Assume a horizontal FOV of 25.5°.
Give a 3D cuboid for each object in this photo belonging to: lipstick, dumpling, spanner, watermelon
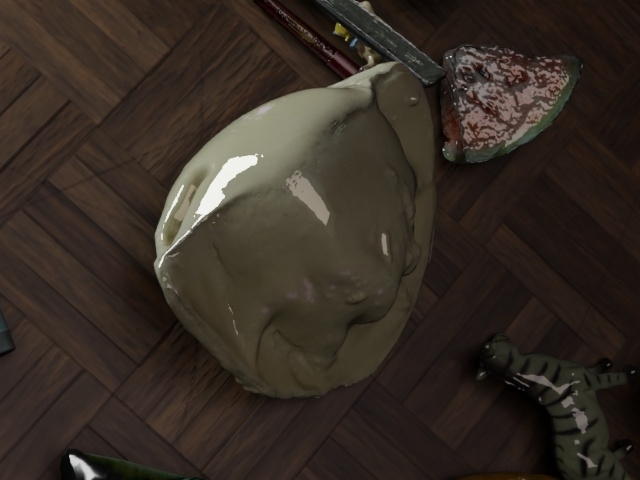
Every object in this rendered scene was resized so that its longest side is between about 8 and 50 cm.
[{"bbox_3d":[-0.007,-0.218,1.566,0.176,0.027,0.027,39,72,-6],"label":"lipstick"},{"bbox_3d":[0.000,0.000,1.467,0.395,0.233,0.315,-49,128,-32],"label":"dumpling"},{"bbox_3d":[0.005,-0.272,1.549,0.325,0.026,0.093,39,68,6],"label":"spanner"},{"bbox_3d":[0.197,-0.167,1.600,0.187,0.071,0.139,-40,86,-11],"label":"watermelon"}]

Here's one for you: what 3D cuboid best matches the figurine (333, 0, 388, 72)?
[{"bbox_3d":[0.047,-0.225,1.568,0.051,0.047,0.083,-20,69,-32],"label":"figurine"}]

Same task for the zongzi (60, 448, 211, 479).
[{"bbox_3d":[-0.136,0.425,1.346,0.319,0.362,0.383,16,38,-12],"label":"zongzi"}]

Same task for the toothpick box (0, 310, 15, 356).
[{"bbox_3d":[-0.340,0.078,1.399,0.052,0.052,0.083,-21,85,-19],"label":"toothpick box"}]

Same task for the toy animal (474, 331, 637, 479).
[{"bbox_3d":[0.269,0.190,1.542,0.176,0.073,0.216,-10,76,-25],"label":"toy animal"}]

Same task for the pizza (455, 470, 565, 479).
[{"bbox_3d":[0.249,0.337,1.516,0.204,0.080,0.188,-3,81,-19],"label":"pizza"}]
